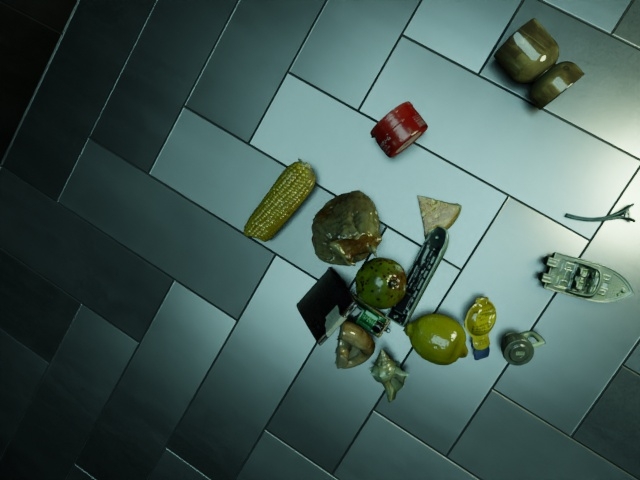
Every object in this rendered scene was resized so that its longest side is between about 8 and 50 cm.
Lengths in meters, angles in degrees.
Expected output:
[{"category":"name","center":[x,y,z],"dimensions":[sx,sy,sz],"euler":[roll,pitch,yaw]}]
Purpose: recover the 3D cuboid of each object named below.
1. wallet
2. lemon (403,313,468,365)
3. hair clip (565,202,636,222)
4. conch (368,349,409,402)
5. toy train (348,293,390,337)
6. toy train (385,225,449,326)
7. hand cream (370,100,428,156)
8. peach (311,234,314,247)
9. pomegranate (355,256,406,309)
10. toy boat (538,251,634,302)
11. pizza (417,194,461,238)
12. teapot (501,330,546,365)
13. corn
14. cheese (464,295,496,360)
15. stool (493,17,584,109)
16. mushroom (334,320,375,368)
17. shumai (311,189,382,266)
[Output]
[{"category":"wallet","center":[0.018,0.247,1.888],"dimensions":[0.221,0.262,0.071],"euler":[-47,125,8]},{"category":"lemon","center":[0.435,0.366,1.836],"dimensions":[0.248,0.184,0.184],"euler":[22,96,13]},{"category":"hair clip","center":[1.015,-0.089,1.776],"dimensions":[0.229,0.039,0.070],"euler":[-6,93,12]},{"category":"conch","center":[0.273,0.515,1.917],"dimensions":[0.137,0.114,0.234],"euler":[-26,123,21]},{"category":"toy train","center":[0.174,0.296,1.904],"dimensions":[0.228,0.136,0.091],"euler":[35,98,9]},{"category":"toy train","center":[0.386,0.136,1.877],"dimensions":[0.086,0.088,0.407],"euler":[30,98,28]},{"category":"hand cream","center":[0.293,-0.411,1.823],"dimensions":[0.193,0.193,0.125],"euler":[-39,84,10]},{"category":"peach","center":[0.000,0.000,1.969],"dimensions":[0.077,0.050,0.083],"euler":[4,89,10]},{"category":"pomegranate","center":[0.223,0.174,1.837],"dimensions":[0.198,0.246,0.198],"euler":[3,53,-4]},{"category":"toy boat","center":[0.965,0.144,1.767],"dimensions":[0.319,0.092,0.141],"euler":[16,97,9]},{"category":"pizza","center":[0.430,-0.101,1.889],"dimensions":[0.176,0.036,0.184],"euler":[37,100,9]},{"category":"teapot","center":[0.733,0.379,1.811],"dimensions":[0.111,0.108,0.149],"euler":[36,107,-11]},{"category":"corn","center":[-0.159,-0.148,1.949],"dimensions":[0.144,0.144,0.387],"euler":[37,101,7]},{"category":"cheese","center":[0.605,0.332,1.847],"dimensions":[0.156,0.064,0.250],"euler":[-8,102,-23]},{"category":"stool","center":[0.768,-0.621,1.730],"dimensions":[0.179,0.179,0.264],"euler":[-39,85,10]},{"category":"mushroom","center":[0.135,0.405,1.879],"dimensions":[0.151,0.285,0.156],"euler":[5,52,1]},{"category":"shumai","center":[0.108,-0.050,1.823],"dimensions":[0.267,0.262,0.314],"euler":[25,87,-5]}]
